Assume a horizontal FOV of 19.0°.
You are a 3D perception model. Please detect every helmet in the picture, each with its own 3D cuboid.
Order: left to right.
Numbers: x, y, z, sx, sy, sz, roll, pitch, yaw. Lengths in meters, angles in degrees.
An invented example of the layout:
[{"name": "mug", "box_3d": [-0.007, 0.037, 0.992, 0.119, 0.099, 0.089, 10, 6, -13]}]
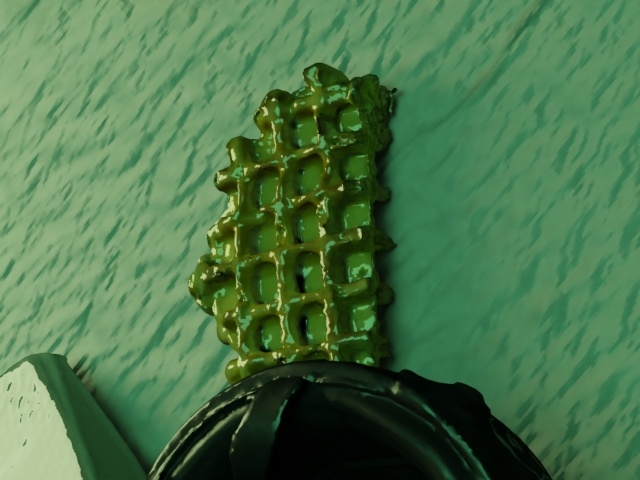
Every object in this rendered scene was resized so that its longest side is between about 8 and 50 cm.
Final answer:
[{"name": "helmet", "box_3d": [0.024, 0.191, 0.922, 0.230, 0.160, 0.279, 35, 109, 34]}]

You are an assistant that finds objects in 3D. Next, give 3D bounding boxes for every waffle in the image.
[{"name": "waffle", "box_3d": [0.000, 0.000, 1.053, 0.161, 0.046, 0.192, 28, 93, 36]}]

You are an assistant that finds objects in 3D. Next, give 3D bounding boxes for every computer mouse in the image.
[{"name": "computer mouse", "box_3d": [-0.151, 0.168, 1.092, 0.128, 0.079, 0.231, -43, 44, 13]}]
